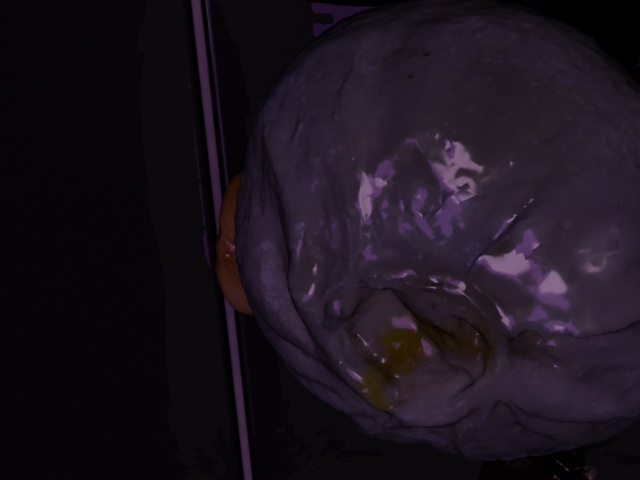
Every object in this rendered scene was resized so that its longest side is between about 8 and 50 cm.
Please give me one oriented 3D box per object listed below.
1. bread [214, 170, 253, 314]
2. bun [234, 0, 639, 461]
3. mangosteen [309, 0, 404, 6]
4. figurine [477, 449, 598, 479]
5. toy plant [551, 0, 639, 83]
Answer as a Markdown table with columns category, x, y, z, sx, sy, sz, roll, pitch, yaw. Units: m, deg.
| category | x | y | z | sx | sy | sz | roll | pitch | yaw |
| --- | --- | --- | --- | --- | --- | --- | --- | --- | --- |
| bread | 0.000 | -0.001 | 1.285 | 0.173 | 0.085 | 0.134 | 3 | 110 | 12 |
| bun | 0.101 | 0.012 | 1.053 | 0.362 | 0.211 | 0.361 | 8 | 123 | 13 |
| mangosteen | 0.026 | -0.377 | 1.055 | 0.382 | 0.382 | 0.435 | 6 | 70 | 13 |
| figurine | 0.187 | 0.217 | 1.262 | 0.098 | 0.154 | 0.082 | -14 | 101 | 15 |
| toy plant | 0.258 | -0.177 | 1.136 | 0.218 | 0.175 | 0.235 | 16 | 81 | 3 |
